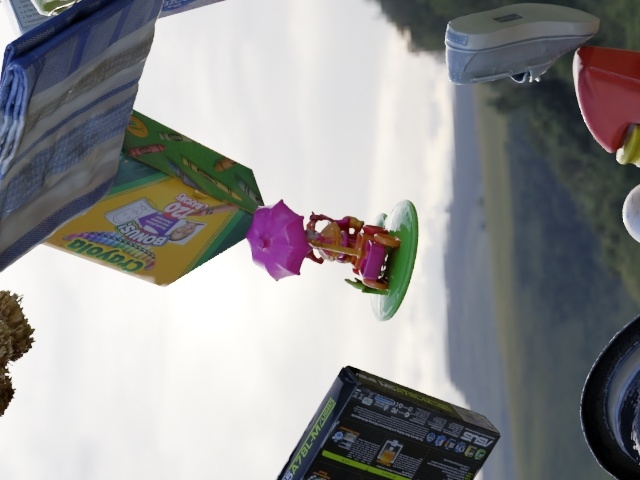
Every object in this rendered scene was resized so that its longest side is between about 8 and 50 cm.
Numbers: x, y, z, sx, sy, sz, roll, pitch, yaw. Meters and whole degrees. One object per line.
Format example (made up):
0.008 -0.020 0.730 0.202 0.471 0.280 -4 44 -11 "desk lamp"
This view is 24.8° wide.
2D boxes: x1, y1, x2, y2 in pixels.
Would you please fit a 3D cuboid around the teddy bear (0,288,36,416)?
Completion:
-0.424 0.182 1.642 0.113 0.245 0.338 41 -138 -20 "teddy bear"

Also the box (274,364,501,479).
0.057 0.232 1.429 0.184 0.191 0.045 -60 32 13 "box"

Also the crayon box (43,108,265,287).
-0.203 -0.046 1.615 0.278 0.165 0.081 25 -140 -55 "crayon box"

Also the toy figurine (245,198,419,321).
0.000 0.000 1.512 0.173 0.159 0.130 -128 52 -72 "toy figurine"

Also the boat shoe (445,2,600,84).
0.232 -0.226 1.703 0.079 0.227 0.081 35 129 43 "boat shoe"

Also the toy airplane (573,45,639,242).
0.495 -0.088 1.791 0.386 0.272 0.384 -11 -123 -52 "toy airplane"

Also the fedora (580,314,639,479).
0.500 0.218 1.816 0.152 0.334 0.334 -99 1 -66 "fedora"

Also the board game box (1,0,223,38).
-0.268 -0.410 1.797 0.066 0.319 0.318 110 140 -64 "board game box"

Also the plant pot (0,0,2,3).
-0.476 -0.501 2.032 0.291 0.291 0.203 70 -150 -58 "plant pot"

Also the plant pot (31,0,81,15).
-0.267 -0.385 1.532 0.276 0.276 0.254 -54 -58 -74 "plant pot"

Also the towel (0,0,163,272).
-0.216 -0.096 1.242 0.209 0.034 0.285 -43 -15 -43 "towel"
